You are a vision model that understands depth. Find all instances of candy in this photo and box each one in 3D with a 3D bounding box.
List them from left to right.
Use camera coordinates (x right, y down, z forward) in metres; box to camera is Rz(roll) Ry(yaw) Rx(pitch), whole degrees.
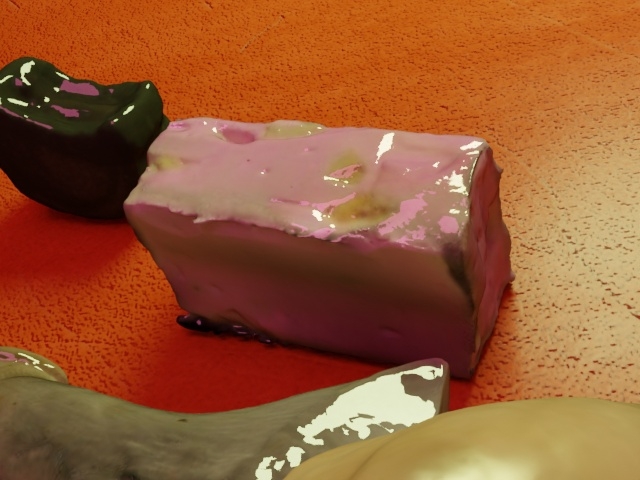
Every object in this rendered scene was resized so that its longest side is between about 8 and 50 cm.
[{"bbox_3d":[0.000,0.000,0.645,0.265,0.155,0.115,8,49,27],"label":"candy"}]

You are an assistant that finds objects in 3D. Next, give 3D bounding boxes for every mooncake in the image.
[{"bbox_3d":[-0.225,-0.102,0.820,0.168,0.175,0.104,-35,28,53],"label":"mooncake"}]

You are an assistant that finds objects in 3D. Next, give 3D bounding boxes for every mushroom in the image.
[{"bbox_3d":[-0.120,0.151,0.575,0.397,0.126,0.177,1,39,22],"label":"mushroom"}]

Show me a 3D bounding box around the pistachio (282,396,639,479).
[{"bbox_3d":[0.107,0.157,0.380,0.214,0.318,0.193,41,115,39],"label":"pistachio"}]
